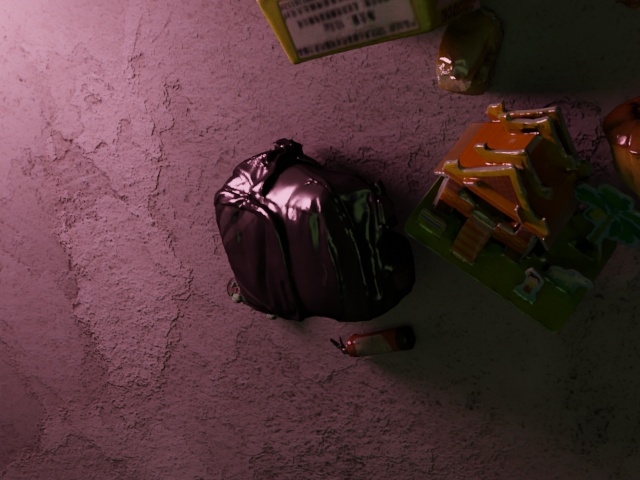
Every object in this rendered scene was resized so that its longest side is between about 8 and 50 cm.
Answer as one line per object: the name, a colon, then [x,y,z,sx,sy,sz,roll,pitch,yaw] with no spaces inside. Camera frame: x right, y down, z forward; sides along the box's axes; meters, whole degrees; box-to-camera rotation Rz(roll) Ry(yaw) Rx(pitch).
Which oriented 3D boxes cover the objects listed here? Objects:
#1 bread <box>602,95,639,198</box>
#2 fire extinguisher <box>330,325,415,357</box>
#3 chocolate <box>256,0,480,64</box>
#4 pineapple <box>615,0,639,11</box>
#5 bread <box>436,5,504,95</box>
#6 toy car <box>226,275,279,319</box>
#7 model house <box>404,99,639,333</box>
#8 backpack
bread: [0.580,-0.162,1.725,0.270,0.270,0.148,-3,120,28]
fire extinguisher: [0.105,0.208,2.259,0.177,0.050,0.062,-12,125,30]
chocolate: [0.097,-0.402,1.837,0.301,0.289,0.137,-10,104,31]
pineapple: [0.546,-0.403,1.715,0.279,0.158,0.158,33,124,-5]
bread: [0.248,-0.322,1.912,0.103,0.110,0.156,14,116,29]
toy car: [-0.127,0.112,2.332,0.142,0.055,0.069,26,123,-2]
model house: [0.355,-0.051,1.819,0.358,0.242,0.313,37,162,9]
backpack: [0.000,0.000,2.060,0.446,0.255,0.363,18,128,58]
